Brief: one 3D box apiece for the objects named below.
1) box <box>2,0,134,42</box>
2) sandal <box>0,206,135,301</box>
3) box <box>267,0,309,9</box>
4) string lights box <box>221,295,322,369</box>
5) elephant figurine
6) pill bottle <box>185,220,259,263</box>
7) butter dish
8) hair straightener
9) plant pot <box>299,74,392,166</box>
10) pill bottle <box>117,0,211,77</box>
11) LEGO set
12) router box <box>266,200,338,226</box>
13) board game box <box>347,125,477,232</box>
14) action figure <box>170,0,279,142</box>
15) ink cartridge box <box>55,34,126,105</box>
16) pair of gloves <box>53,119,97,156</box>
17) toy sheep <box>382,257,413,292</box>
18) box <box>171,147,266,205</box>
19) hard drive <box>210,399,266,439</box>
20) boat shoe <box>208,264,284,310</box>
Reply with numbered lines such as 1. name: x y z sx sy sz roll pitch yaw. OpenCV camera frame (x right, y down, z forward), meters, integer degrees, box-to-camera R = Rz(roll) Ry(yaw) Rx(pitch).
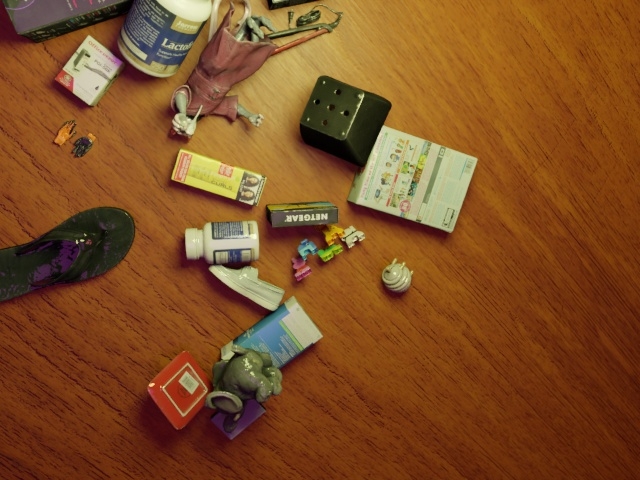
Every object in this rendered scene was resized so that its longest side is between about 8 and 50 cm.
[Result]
1. box: -0.573 -0.579 1.201 0.270 0.143 0.165 -21 107 -8
2. sandal: -0.679 0.053 1.326 0.446 0.107 0.167 -24 105 -7
3. box: -0.067 -0.677 1.316 0.158 0.093 0.156 -15 104 -8
4. string lights box: -0.139 0.292 1.506 0.260 0.077 0.133 -36 106 -3
5. elephant figurine: -0.234 0.400 1.401 0.239 0.169 0.186 -34 77 15
6. pill bottle: -0.261 0.005 1.404 0.187 0.112 0.112 -2 102 -12
7. butter dish: -0.403 0.413 1.460 0.160 0.118 0.160 -45 110 -43
8. hair straightener: -0.050 -0.560 1.367 0.230 0.047 0.089 -24 105 -7
9. plant pot: 0.048 -0.315 1.340 0.187 0.167 0.188 26 97 16
10. pill bottle: -0.338 -0.510 1.182 0.153 0.153 0.265 35 131 -16
11. LEGO set: 0.000 0.000 1.480 0.227 0.093 0.087 -32 137 -9
12. router box: -0.051 -0.072 1.421 0.179 0.133 0.046 -4 103 -12
13. board game box: 0.257 -0.171 1.487 0.303 0.097 0.224 16 97 -16
14. action figure: -0.275 -0.397 1.281 0.370 0.248 0.275 -44 69 25
15. ink cartridge box: -0.557 -0.412 1.284 0.099 0.056 0.135 37 92 -15
16. pair of gloves: -0.617 -0.256 1.327 0.083 0.010 0.074 37 91 -19
17. toy sheep: 0.222 0.106 1.539 0.091 0.091 0.132 -49 131 1
18. box: -0.267 -0.167 1.395 0.232 0.058 0.087 18 98 -15
19. hard drive: -0.242 0.512 1.557 0.135 0.022 0.094 -40 106 -2
20. boat shoe: -0.200 0.110 1.462 0.227 0.079 0.081 34 86 -22
